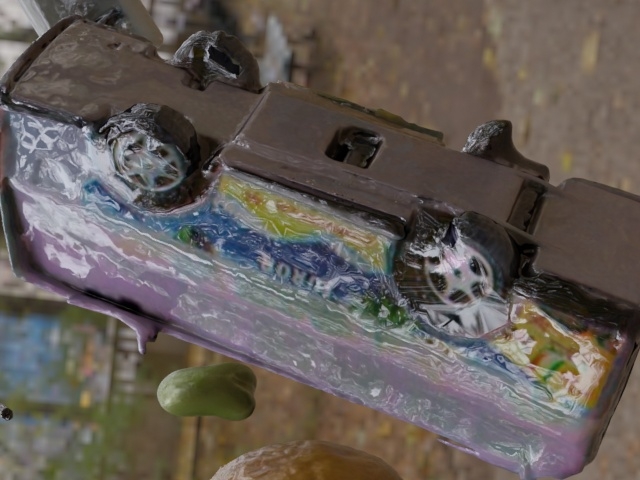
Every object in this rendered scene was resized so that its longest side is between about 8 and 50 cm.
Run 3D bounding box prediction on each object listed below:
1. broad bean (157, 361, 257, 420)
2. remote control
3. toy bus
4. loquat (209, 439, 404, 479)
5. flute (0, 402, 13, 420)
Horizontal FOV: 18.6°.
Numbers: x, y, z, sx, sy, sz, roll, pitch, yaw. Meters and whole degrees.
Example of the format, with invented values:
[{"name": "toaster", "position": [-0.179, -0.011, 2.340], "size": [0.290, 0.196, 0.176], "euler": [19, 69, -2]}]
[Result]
[{"name": "broad bean", "position": [-0.089, 0.122, 1.576], "size": [0.063, 0.083, 0.045], "euler": [132, 137, -58]}, {"name": "remote control", "position": [-0.288, -0.305, 2.017], "size": [0.313, 0.109, 0.055], "euler": [57, -176, 8]}, {"name": "toy bus", "position": [0.000, 0.000, 0.928], "size": [0.112, 0.317, 0.138], "euler": [-56, -17, -54]}, {"name": "loquat", "position": [-0.012, 0.277, 1.789], "size": [0.238, 0.238, 0.193], "euler": [-100, 25, -68]}, {"name": "flute", "position": [-0.338, 0.142, 1.870], "size": [0.269, 0.014, 0.014], "euler": [12, 97, 63]}]
